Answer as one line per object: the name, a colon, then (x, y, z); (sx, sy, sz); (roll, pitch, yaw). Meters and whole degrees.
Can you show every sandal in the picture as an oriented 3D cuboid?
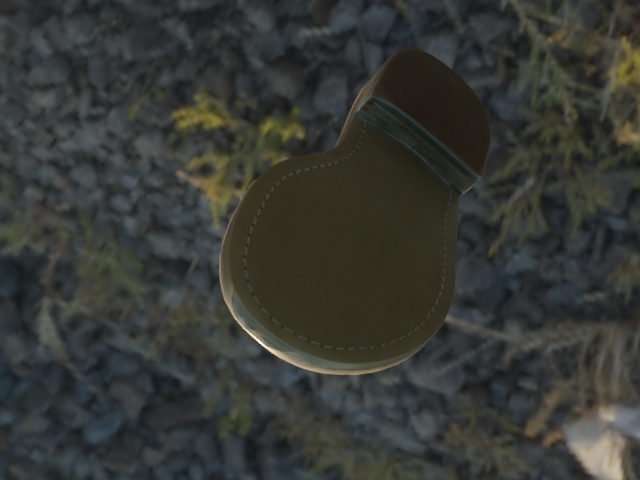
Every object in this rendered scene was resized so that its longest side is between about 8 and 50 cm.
sandal: (0.005, 0.004, 0.653); (0.088, 0.240, 0.079); (41, 123, -5)
